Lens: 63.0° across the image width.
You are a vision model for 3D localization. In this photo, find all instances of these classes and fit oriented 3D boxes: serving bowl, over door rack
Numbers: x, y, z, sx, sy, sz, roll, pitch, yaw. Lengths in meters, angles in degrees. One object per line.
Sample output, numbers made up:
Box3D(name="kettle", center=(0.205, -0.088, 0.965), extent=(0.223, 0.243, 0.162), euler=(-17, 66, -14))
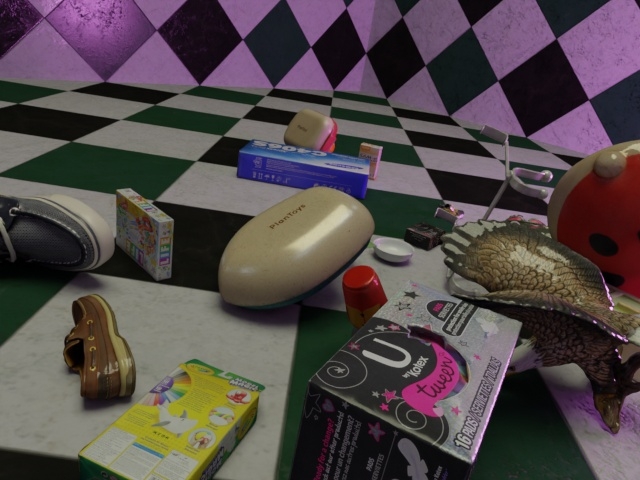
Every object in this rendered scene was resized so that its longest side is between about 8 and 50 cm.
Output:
Box3D(name="serving bowl", center=(0.144, 0.023, 1.048), extent=(0.083, 0.027, 0.083), euler=(8, 23, -4))
Box3D(name="over door rack", center=(0.328, -0.063, 1.015), extent=(0.108, 0.239, 0.324), euler=(22, 29, -5))

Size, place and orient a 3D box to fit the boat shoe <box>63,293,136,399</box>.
Box3D(name="boat shoe", center=(-0.271, 0.120, 0.616), extent=(0.060, 0.064, 0.178), euler=(-5, 29, -35))

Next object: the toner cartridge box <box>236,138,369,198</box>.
Box3D(name="toner cartridge box", center=(-0.041, -0.201, 1.444), extent=(0.348, 0.075, 0.165), euler=(10, 24, 2))

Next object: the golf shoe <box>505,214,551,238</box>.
Box3D(name="golf shoe", center=(0.522, 0.009, 1.118), extent=(0.273, 0.105, 0.120), euler=(0, 24, 27))

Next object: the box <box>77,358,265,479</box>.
Box3D(name="box", center=(-0.139, 0.190, 0.532), extent=(0.105, 0.043, 0.179), euler=(17, 26, 18))

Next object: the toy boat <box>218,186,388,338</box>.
Box3D(name="toy boat", center=(-0.004, 0.053, 0.782), extent=(0.267, 0.148, 0.318), euler=(-32, 38, -18))

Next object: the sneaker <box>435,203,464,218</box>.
Box3D(name="sneaker", center=(0.337, -0.077, 1.346), extent=(0.083, 0.035, 0.031), euler=(0, 25, -22))

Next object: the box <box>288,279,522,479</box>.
Box3D(name="box", center=(0.090, 0.166, 0.516), extent=(0.142, 0.163, 0.247), euler=(20, 25, 22))

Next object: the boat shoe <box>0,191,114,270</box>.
Box3D(name="boat shoe", center=(-0.484, 0.001, 0.766), extent=(0.341, 0.127, 0.158), euler=(9, 28, 20))

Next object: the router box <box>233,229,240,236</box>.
Box3D(name="router box", center=(-0.097, 0.017, 0.956), extent=(0.092, 0.038, 0.122), euler=(-3, 26, -29))

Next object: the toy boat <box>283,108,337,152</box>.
Box3D(name="toy boat", center=(-0.014, -0.337, 1.735), extent=(0.151, 0.151, 0.231), euler=(30, 6, -41))

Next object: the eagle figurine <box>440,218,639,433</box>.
Box3D(name="eagle figurine", center=(0.298, 0.101, 0.685), extent=(0.225, 0.298, 0.226), euler=(-43, 6, -16))

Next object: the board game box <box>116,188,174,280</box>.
Box3D(name="board game box", center=(-0.294, -0.013, 0.867), extent=(0.026, 0.103, 0.154), euler=(-13, 31, -42))

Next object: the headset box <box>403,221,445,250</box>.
Box3D(name="headset box", center=(0.228, -0.009, 1.151), extent=(0.062, 0.032, 0.083), euler=(24, 26, 31))

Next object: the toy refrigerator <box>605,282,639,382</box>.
Box3D(name="toy refrigerator", center=(0.438, 0.110, 0.872), extent=(0.102, 0.094, 0.269), euler=(-8, 29, -36))

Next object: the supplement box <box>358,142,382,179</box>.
Box3D(name="supplement box", center=(0.145, -0.238, 1.571), extent=(0.062, 0.098, 0.036), euler=(15, 24, 14))

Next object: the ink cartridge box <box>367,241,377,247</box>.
Box3D(name="ink cartridge box", center=(0.000, 0.000, 1.002), extent=(0.109, 0.062, 0.209), euler=(-7, 28, -33))

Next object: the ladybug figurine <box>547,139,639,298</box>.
Box3D(name="ladybug figurine", center=(0.577, -0.001, 0.911), extent=(0.449, 0.305, 0.162), euler=(33, 46, -33))
